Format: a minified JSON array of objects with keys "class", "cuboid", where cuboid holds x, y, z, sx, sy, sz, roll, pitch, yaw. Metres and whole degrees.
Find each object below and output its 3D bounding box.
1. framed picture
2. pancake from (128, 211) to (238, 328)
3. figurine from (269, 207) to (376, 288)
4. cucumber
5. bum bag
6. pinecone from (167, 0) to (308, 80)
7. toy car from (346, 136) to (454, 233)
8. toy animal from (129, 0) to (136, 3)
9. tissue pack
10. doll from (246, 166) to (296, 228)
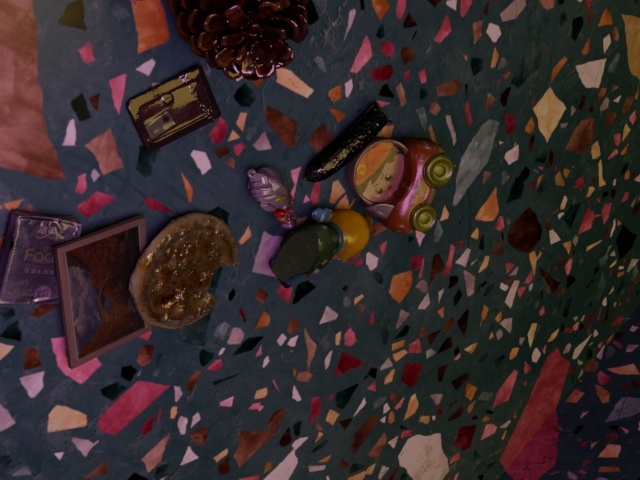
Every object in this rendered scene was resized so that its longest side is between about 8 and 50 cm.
[{"class":"framed picture","cuboid":[-0.384,0.092,1.316,0.184,0.016,0.249,-25,128,-45]},{"class":"pancake","cuboid":[-0.259,0.060,1.413,0.254,0.037,0.253,-30,132,-39]},{"class":"figurine","cuboid":[0.007,0.013,1.589,0.185,0.127,0.234,-51,170,30]},{"class":"cucumber","cuboid":[0.060,-0.203,1.564,0.245,0.067,0.067,-46,131,-17]},{"class":"bum bag","cuboid":[-0.263,-0.237,1.313,0.159,0.026,0.109,-31,126,-19]},{"class":"pinecone","cuboid":[-0.122,-0.375,1.199,0.247,0.292,0.246,-9,136,-8]},{"class":"toy car","cuboid":[0.160,-0.136,1.649,0.235,0.145,0.235,-5,108,-17]},{"class":"toy animal","cuboid":[-0.291,-0.434,1.166,0.150,0.083,0.089,-46,119,-30]},{"class":"tissue pack","cuboid":[-0.476,0.030,1.227,0.112,0.051,0.156,7,104,-44]},{"class":"doll","cuboid":[-0.095,-0.090,1.485,0.180,0.079,0.094,52,45,-47]}]
